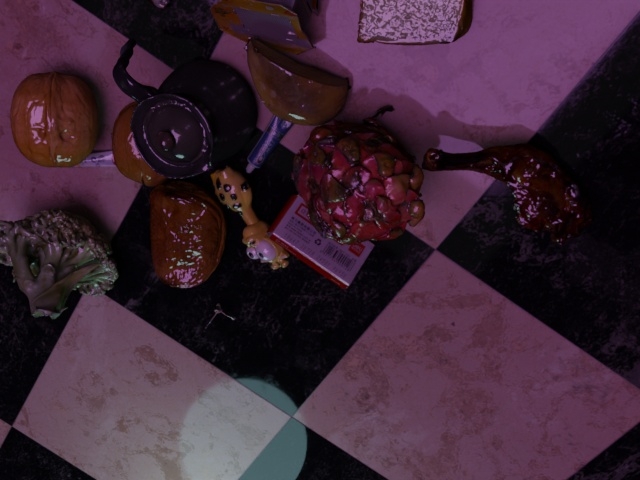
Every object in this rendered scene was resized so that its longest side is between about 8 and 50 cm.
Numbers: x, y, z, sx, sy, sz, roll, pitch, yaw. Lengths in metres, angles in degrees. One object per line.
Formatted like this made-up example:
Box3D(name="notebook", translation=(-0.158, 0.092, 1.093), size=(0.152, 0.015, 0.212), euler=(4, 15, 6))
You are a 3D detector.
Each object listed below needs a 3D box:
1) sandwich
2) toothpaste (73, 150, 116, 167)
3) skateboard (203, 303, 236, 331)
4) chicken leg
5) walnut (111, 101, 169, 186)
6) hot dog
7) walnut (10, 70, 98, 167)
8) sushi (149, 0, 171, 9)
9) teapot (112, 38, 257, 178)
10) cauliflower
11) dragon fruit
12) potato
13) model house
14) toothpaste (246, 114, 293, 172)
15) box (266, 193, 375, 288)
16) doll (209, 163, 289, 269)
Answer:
Box3D(name="sandwich", translation=(0.181, -0.508, 1.354), size=(0.226, 0.087, 0.251), euler=(5, 119, 13))
Box3D(name="toothpaste", translation=(-0.557, -0.197, 1.725), size=(0.191, 0.031, 0.048), euler=(-2, 112, 11))
Box3D(name="skateboard", translation=(-0.269, 0.213, 1.859), size=(0.064, 0.032, 0.083), euler=(33, 117, -15))
Box3D(name="chicken leg", translation=(0.399, -0.126, 1.465), size=(0.407, 0.096, 0.157), euler=(24, 97, -16))
Box3D(name="walnut", translation=(-0.421, -0.216, 1.646), size=(0.167, 0.087, 0.211), euler=(3, 116, 10))
Box3D(name="hot dog", translation=(-0.330, -0.015, 1.709), size=(0.196, 0.122, 0.272), euler=(10, 122, 11))
Box3D(name="walnut", translation=(-0.606, -0.274, 1.615), size=(0.193, 0.193, 0.225), euler=(19, 116, 4))
Box3D(name="sushi", translation=(-0.356, -0.530, 1.501), size=(0.046, 0.044, 0.083), euler=(-35, 101, 25))
Box3D(name="teapot", translation=(-0.284, -0.280, 1.469), size=(0.224, 0.285, 0.305), euler=(-8, 114, 17))
Box3D(name="cauliflower", translation=(-0.672, 0.066, 1.755), size=(0.327, 0.281, 0.260), euler=(31, 153, -20))
Box3D(name="dragon fruit", translation=(0.095, -0.116, 1.453), size=(0.291, 0.269, 0.250), euler=(32, 134, 47))
Box3D(name="potato", translation=(-0.066, -0.311, 1.481), size=(0.243, 0.098, 0.138), euler=(21, 123, -12))
Box3D(name="model house", translation=(-0.106, -0.492, 1.427), size=(0.219, 0.207, 0.135), euler=(16, 82, 17))
Box3D(name="toothpaste", translation=(-0.115, -0.229, 1.597), size=(0.057, 0.034, 0.197), euler=(31, 117, -14))
Box3D(name="box", translation=(0.000, 0.000, 1.636), size=(0.229, 0.123, 0.050), euler=(34, 162, -4))
Box3D(name="doll", translation=(-0.169, -0.050, 1.671), size=(0.117, 0.086, 0.291), euler=(-6, 119, 50))
